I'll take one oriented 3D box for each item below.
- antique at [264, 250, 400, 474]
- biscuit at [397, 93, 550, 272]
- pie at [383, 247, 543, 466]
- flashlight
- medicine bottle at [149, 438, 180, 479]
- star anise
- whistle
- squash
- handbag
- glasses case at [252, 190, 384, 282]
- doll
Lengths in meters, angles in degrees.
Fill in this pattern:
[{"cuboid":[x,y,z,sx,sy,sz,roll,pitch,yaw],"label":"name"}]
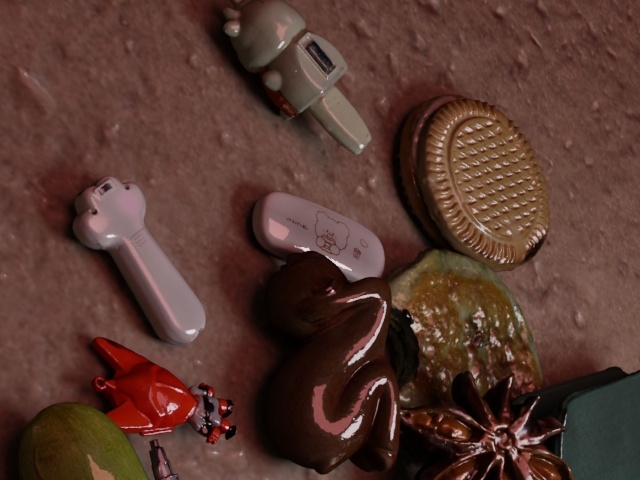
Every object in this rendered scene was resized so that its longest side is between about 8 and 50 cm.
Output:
[{"cuboid":[0.001,0.135,1.549,0.143,0.121,0.257,4,77,-32],"label":"antique"},{"cuboid":[0.211,-0.080,1.851,0.259,0.079,0.259,18,61,-37],"label":"biscuit"},{"cuboid":[0.169,0.153,1.722,0.302,0.067,0.302,13,69,-39],"label":"pie"},{"cuboid":[-0.192,0.025,1.465,0.093,0.047,0.200,-44,106,-43],"label":"flashlight"},{"cuboid":[-0.141,0.297,1.389,0.057,0.057,0.199,-12,82,-44],"label":"medicine bottle"},{"cuboid":[0.189,0.262,1.602,0.214,0.099,0.220,-24,91,-13],"label":"star anise"},{"cuboid":[-0.028,-0.209,1.672,0.102,0.106,0.253,-44,99,-12],"label":"whistle"},{"cuboid":[-0.182,0.326,1.302,0.118,0.118,0.370,-24,92,-45],"label":"squash"},{"cuboid":[0.363,0.294,1.791,0.326,0.089,0.238,-7,94,-51],"label":"handbag"},{"cuboid":[0.000,0.000,1.646,0.193,0.049,0.074,24,57,-35],"label":"glasses case"},{"cuboid":[-0.161,0.166,1.422,0.169,0.057,0.109,16,46,-28],"label":"doll"}]
